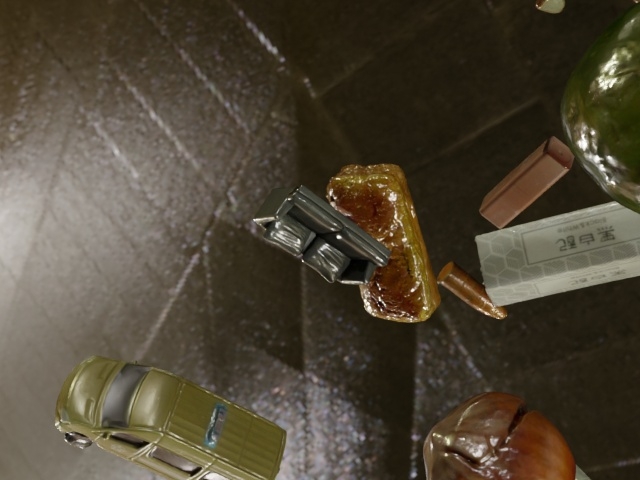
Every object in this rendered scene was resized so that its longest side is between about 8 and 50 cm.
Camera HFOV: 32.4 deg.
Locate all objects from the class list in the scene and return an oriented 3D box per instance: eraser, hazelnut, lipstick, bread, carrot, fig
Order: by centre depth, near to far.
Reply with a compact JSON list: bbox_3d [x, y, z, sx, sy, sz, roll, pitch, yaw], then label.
[{"bbox_3d":[0.303,-0.095,0.895,0.195,0.245,0.195,-5,78,22],"label":"fig"},{"bbox_3d":[0.194,0.265,1.242,0.182,0.182,0.182,27,132,34],"label":"hazelnut"},{"bbox_3d":[0.276,-0.077,1.479,0.045,0.045,0.145,36,134,-8],"label":"lipstick"},{"bbox_3d":[0.436,0.003,1.619,0.404,0.096,0.098,-15,67,16],"label":"eraser"},{"bbox_3d":[0.096,0.008,1.735,0.139,0.077,0.270,1,123,30],"label":"bread"},{"bbox_3d":[0.270,0.094,1.921,0.139,0.048,0.048,37,142,-6],"label":"carrot"}]

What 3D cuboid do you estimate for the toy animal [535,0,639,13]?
[{"bbox_3d":[0.222,-0.349,1.177,0.097,0.312,0.157,-34,55,29],"label":"toy animal"}]

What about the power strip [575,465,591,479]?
[{"bbox_3d":[0.390,0.390,1.813,0.192,0.035,0.081,-133,46,-57],"label":"power strip"}]

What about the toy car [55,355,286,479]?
[{"bbox_3d":[-0.169,0.214,1.265,0.257,0.101,0.124,30,143,-19],"label":"toy car"}]

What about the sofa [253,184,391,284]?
[{"bbox_3d":[0.000,0.000,1.285,0.147,0.060,0.085,36,162,-24],"label":"sofa"}]
